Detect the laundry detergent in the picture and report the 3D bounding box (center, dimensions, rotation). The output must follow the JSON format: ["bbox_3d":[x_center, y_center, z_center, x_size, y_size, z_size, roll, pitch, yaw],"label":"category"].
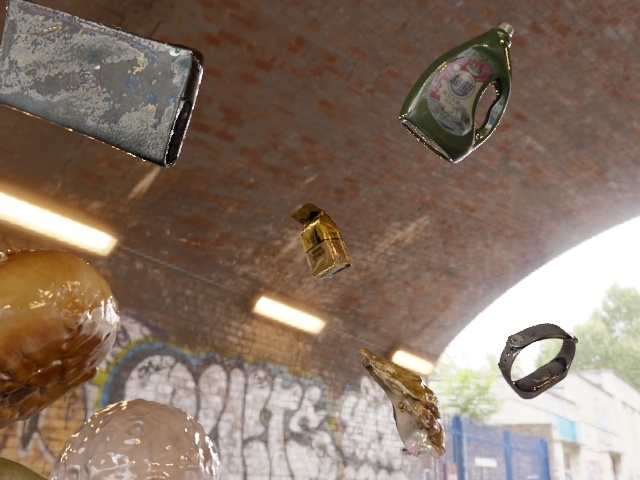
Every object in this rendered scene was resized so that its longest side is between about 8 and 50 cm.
[{"bbox_3d":[0.222,-0.227,0.969,0.137,0.210,0.063,39,-3,-9],"label":"laundry detergent"}]

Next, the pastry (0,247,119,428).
[{"bbox_3d":[-0.581,0.181,1.224,0.410,0.245,0.409,-38,-19,-15],"label":"pastry"}]

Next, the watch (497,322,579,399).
[{"bbox_3d":[0.540,0.289,1.612,0.207,0.068,0.192,-25,-58,-11],"label":"watch"}]

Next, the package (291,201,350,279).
[{"bbox_3d":[0.000,0.000,1.161,0.047,0.131,0.071,-9,-19,-36],"label":"package"}]

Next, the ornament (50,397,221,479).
[{"bbox_3d":[-0.364,0.492,1.311,0.338,0.336,0.337,1,-21,1],"label":"ornament"}]

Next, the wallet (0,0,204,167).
[{"bbox_3d":[-0.368,-0.259,1.057,0.379,0.190,0.046,22,14,19],"label":"wallet"}]

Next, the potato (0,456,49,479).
[{"bbox_3d":[-0.452,0.385,0.839,0.351,0.218,0.203,24,-11,-29],"label":"potato"}]

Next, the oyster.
[{"bbox_3d":[0.063,0.116,0.477,0.034,0.093,0.051,-34,15,-30],"label":"oyster"}]
